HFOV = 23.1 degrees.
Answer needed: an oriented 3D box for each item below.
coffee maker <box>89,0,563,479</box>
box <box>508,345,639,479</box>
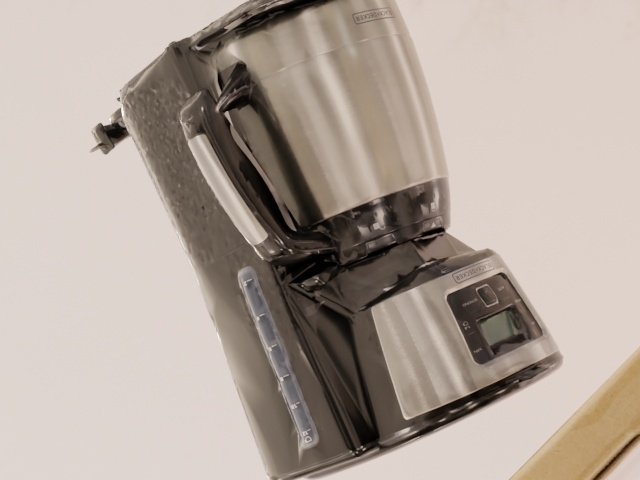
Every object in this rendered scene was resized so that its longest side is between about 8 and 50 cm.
[{"bbox_3d":[0.000,0.000,0.645,0.178,0.120,0.171,69,-22,3],"label":"coffee maker"},{"bbox_3d":[0.052,0.109,0.500,0.201,0.164,0.021,-44,-107,-11],"label":"box"}]
